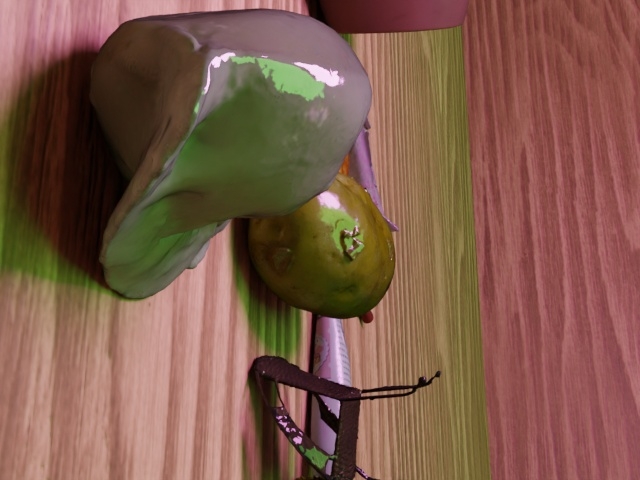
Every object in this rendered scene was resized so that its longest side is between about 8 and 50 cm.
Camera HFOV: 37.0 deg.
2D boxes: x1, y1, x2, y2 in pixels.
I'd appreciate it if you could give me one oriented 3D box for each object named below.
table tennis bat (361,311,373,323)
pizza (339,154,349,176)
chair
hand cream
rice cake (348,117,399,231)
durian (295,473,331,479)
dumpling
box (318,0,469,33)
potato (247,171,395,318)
[{"bbox_3d":[0.055,0.082,1.530,0.154,0.019,0.098,62,26,-46],"label":"table tennis bat"},{"bbox_3d":[0.019,-0.089,1.441,0.184,0.036,0.176,-58,141,-68],"label":"pizza"},{"bbox_3d":[0.025,0.205,1.081,0.174,0.213,0.149,10,89,-73],"label":"chair"},{"bbox_3d":[0.019,0.185,1.283,0.085,0.058,0.331,69,18,-50],"label":"hand cream"},{"bbox_3d":[0.068,-0.135,1.553,0.051,0.081,0.290,-52,135,-50],"label":"rice cake"},{"bbox_3d":[0.025,0.434,1.051,0.169,0.158,0.355,88,1,-71],"label":"durian"},{"bbox_3d":[-0.091,-0.103,0.815,0.321,0.270,0.211,-3,63,-51],"label":"dumpling"},{"bbox_3d":[0.116,-0.443,1.514,0.301,0.301,0.216,-46,135,-70],"label":"box"},{"bbox_3d":[0.000,0.000,1.152,0.253,0.149,0.186,51,19,-48],"label":"potato"}]
